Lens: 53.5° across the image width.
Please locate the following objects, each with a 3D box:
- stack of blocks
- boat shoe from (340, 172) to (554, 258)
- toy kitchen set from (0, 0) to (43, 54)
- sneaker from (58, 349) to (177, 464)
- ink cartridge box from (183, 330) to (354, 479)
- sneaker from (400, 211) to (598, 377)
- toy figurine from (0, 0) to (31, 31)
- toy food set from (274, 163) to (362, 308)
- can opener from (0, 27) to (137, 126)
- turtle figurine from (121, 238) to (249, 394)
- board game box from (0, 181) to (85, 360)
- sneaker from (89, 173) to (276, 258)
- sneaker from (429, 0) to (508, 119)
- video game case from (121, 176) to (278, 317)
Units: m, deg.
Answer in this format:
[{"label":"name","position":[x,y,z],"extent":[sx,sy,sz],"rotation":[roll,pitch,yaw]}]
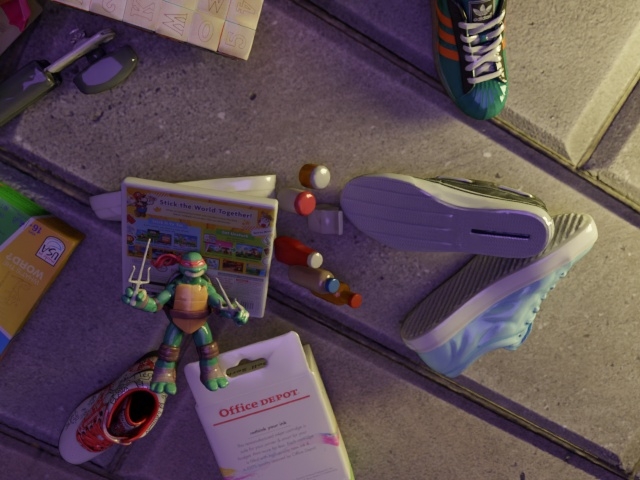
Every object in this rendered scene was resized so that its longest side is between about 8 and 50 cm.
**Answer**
[{"label":"stack of blocks","position":[-0.246,-0.341,0.895],"extent":[0.297,0.171,0.087],"rotation":[13,103,-19]},{"label":"boat shoe","position":[0.202,-0.045,1.036],"extent":[0.335,0.119,0.121],"rotation":[13,116,12]},{"label":"toy kitchen set","position":[-0.539,-0.393,0.919],"extent":[0.122,0.166,0.207],"rotation":[-42,140,6]},{"label":"sneaker","position":[-0.355,0.304,1.057],"extent":[0.270,0.145,0.090],"rotation":[-42,103,6]},{"label":"ink cartridge box","position":[-0.080,0.318,1.095],"extent":[0.207,0.119,0.353],"rotation":[-17,105,1]},{"label":"sneaker","position":[0.319,0.099,1.079],"extent":[0.366,0.135,0.150],"rotation":[-36,111,13]},{"label":"toy figurine","position":[-0.466,-0.295,0.845],"extent":[0.130,0.173,0.159],"rotation":[37,92,14]},{"label":"toy food set","position":[0.000,0.000,1.010],"extent":[0.111,0.105,0.232],"rotation":[-14,111,-37]},{"label":"can opener","position":[-0.416,-0.231,0.960],"extent":[0.280,0.074,0.093],"rotation":[-29,105,3]},{"label":"turtle figurine","position":[-0.192,0.106,0.935],"extent":[0.175,0.118,0.234],"rotation":[3,104,-2]},{"label":"board game box","position":[-0.573,0.057,1.022],"extent":[0.242,0.064,0.316],"rotation":[34,99,-11]},{"label":"sneaker","position":[-0.211,-0.013,1.012],"extent":[0.293,0.108,0.169],"rotation":[-5,101,-5]},{"label":"sneaker","position":[0.228,-0.327,0.963],"extent":[0.108,0.121,0.302],"rotation":[-17,104,0]},{"label":"video game case","position":[-0.188,0.015,0.968],"extent":[0.227,0.026,0.206],"rotation":[9,120,-1]}]
